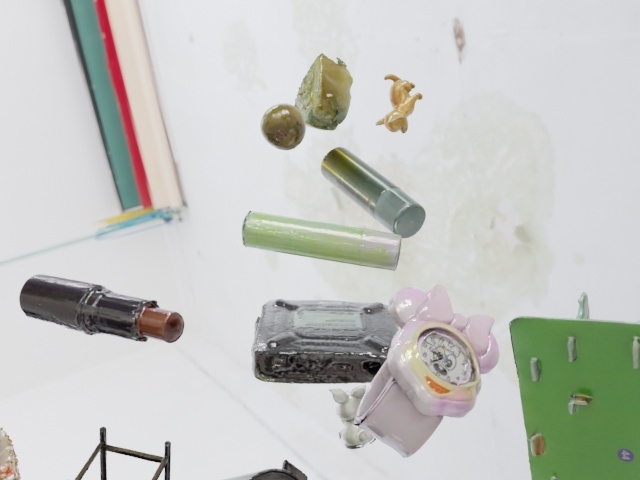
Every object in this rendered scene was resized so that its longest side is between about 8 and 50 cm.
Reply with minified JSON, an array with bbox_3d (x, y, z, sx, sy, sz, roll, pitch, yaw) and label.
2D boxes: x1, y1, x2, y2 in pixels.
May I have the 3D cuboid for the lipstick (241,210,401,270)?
[{"bbox_3d":[0.000,0.000,1.544,0.076,0.304,0.076,9,90,-79],"label":"lipstick"}]

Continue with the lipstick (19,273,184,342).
[{"bbox_3d":[-0.341,0.110,1.265,0.299,0.081,0.081,10,-60,27],"label":"lipstick"}]

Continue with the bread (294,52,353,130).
[{"bbox_3d":[0.014,-0.297,1.700,0.156,0.103,0.110,-67,-151,26],"label":"bread"}]

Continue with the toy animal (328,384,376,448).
[{"bbox_3d":[0.061,0.326,1.534,0.085,0.071,0.124,-100,178,-86],"label":"toy animal"}]

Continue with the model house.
[{"bbox_3d":[0.443,0.180,1.207,0.242,0.313,0.358,-3,-65,30],"label":"model house"}]

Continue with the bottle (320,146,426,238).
[{"bbox_3d":[0.105,-0.102,1.683,0.286,0.082,0.082,44,-37,46],"label":"bottle"}]

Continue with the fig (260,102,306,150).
[{"bbox_3d":[-0.058,-0.187,1.304,0.088,0.074,0.074,-80,173,-55],"label":"fig"}]

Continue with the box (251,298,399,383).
[{"bbox_3d":[0.014,0.228,1.942,0.350,0.359,0.091,-92,-177,-71],"label":"box"}]

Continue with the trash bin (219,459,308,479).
[{"bbox_3d":[-0.155,0.551,1.511,0.217,0.277,0.262,46,-43,-17],"label":"trash bin"}]

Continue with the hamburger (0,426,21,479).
[{"bbox_3d":[-0.651,0.507,1.584,0.227,0.151,0.295,95,-28,-52],"label":"hamburger"}]

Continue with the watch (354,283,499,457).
[{"bbox_3d":[0.156,0.226,1.372,0.211,0.248,0.217,35,-48,-2],"label":"watch"}]

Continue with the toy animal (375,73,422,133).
[{"bbox_3d":[0.112,-0.205,1.243,0.081,0.083,0.060,48,-23,-17],"label":"toy animal"}]

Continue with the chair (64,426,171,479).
[{"bbox_3d":[-0.324,0.459,1.337,0.154,0.141,0.260,-65,164,-61],"label":"chair"}]
